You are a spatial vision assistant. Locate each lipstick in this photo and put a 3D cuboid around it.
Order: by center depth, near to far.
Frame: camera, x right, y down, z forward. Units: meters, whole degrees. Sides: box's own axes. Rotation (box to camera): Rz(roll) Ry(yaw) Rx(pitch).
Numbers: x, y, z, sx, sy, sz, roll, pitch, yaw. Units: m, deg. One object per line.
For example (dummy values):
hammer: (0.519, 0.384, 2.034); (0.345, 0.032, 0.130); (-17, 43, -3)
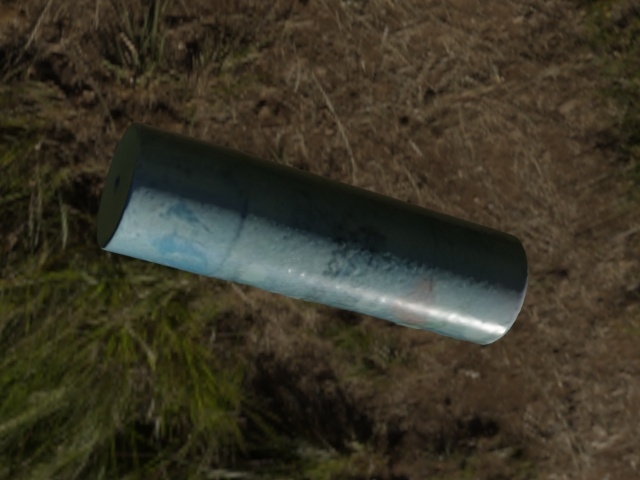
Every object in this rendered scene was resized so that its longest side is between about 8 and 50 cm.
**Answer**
lipstick: (0.000, 0.000, 0.426); (0.158, 0.048, 0.048); (15, 125, -22)
